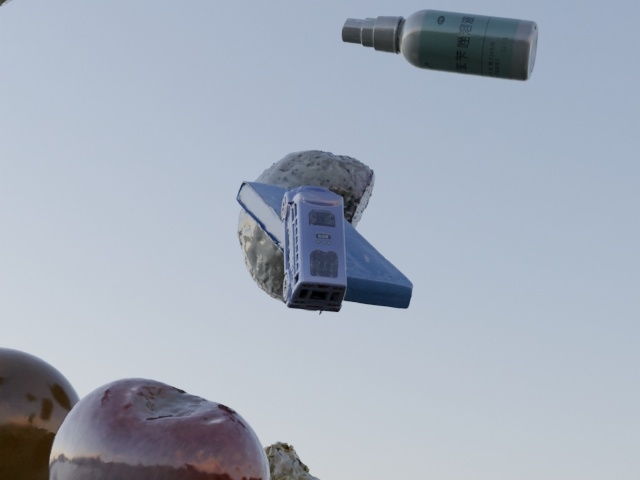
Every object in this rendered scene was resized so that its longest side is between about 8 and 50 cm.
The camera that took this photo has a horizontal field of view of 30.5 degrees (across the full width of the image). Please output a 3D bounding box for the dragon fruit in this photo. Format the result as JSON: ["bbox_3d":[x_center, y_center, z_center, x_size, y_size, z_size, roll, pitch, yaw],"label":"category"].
[{"bbox_3d":[-0.038,-0.041,2.024,0.204,0.283,0.221,21,-11,3],"label":"dragon fruit"}]

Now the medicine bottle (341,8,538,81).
[{"bbox_3d":[0.212,-0.363,2.128,0.352,0.110,0.110,10,-19,15],"label":"medicine bottle"}]

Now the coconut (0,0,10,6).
[{"bbox_3d":[-0.506,-0.446,1.606,0.266,0.237,0.237,15,-20,-29],"label":"coconut"}]

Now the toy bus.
[{"bbox_3d":[-0.004,-0.001,1.384,0.073,0.167,0.076,4,-33,-11],"label":"toy bus"}]

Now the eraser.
[{"bbox_3d":[0.000,0.000,1.654,0.144,0.042,0.312,11,20,-31],"label":"eraser"}]

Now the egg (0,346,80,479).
[{"bbox_3d":[-0.521,0.306,1.784,0.351,0.282,0.282,-21,-32,26],"label":"egg"}]

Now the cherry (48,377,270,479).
[{"bbox_3d":[-0.171,0.268,1.207,0.239,0.239,0.206,3,2,13],"label":"cherry"}]

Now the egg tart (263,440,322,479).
[{"bbox_3d":[-0.023,0.415,1.571,0.116,0.294,0.295,-6,-23,13],"label":"egg tart"}]
